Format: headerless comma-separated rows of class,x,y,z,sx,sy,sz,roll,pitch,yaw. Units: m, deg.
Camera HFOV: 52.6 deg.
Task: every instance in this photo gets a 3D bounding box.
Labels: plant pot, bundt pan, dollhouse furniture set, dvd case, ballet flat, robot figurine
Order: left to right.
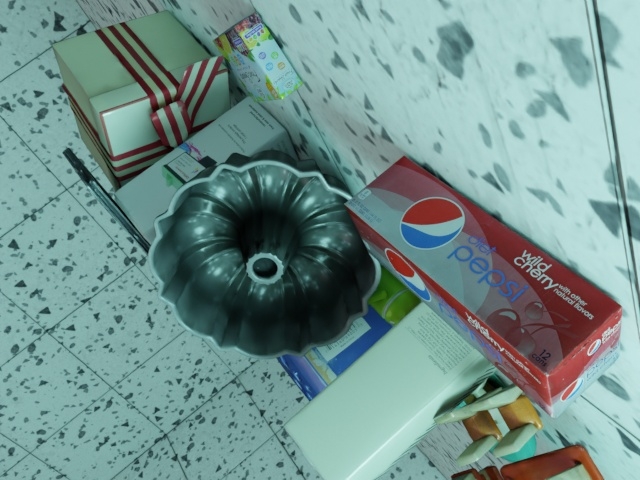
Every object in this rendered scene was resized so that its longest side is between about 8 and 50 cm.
dvd case,-0.328,-0.041,1.057,0.164,0.018,0.221,39,164,49
bundt pan,-0.077,0.011,0.960,0.331,0.330,0.124,56,-164,-24
plant pot,0.047,0.177,1.141,0.236,0.236,0.212,51,171,16
robot figurine,0.108,0.084,1.005,0.101,0.067,0.115,17,-156,-53
ballet flat,0.225,0.214,0.917,0.247,0.083,0.087,49,157,6
dollhouse furniture set,0.252,0.314,0.796,0.262,0.135,0.259,63,147,15

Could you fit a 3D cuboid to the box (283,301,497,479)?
box,0.098,0.195,0.827,0.113,0.275,0.094,46,172,34

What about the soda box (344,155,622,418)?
soda box,0.138,0.030,0.591,0.263,0.083,0.092,43,169,40

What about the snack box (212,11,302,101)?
snack box,-0.082,-0.227,0.821,0.100,0.037,0.141,53,171,-20

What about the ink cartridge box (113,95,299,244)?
ink cartridge box,-0.169,-0.073,1.093,0.117,0.278,0.201,47,170,32

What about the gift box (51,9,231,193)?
gift box,-0.279,-0.236,1.136,0.258,0.276,0.255,50,159,31
